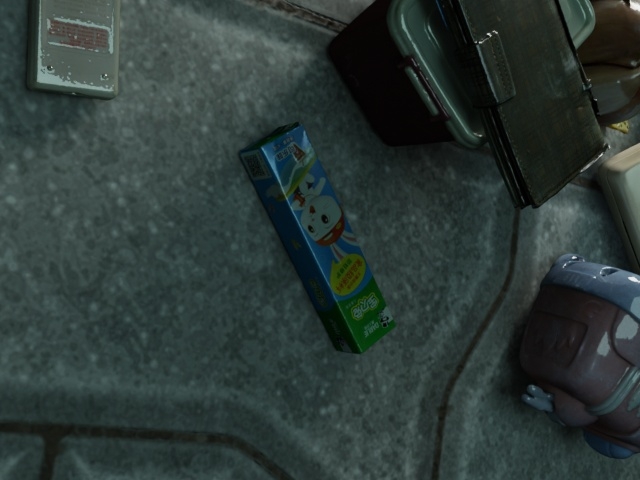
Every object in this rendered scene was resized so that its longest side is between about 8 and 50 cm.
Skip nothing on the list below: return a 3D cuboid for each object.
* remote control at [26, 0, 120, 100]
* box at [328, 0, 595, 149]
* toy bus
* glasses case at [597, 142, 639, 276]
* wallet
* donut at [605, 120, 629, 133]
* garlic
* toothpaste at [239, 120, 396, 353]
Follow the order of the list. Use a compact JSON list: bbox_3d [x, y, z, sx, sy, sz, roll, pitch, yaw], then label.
[{"bbox_3d":[-0.238,-0.235,0.817,0.088,0.029,0.189,2,88,-33],"label":"remote control"},{"bbox_3d":[0.161,-0.246,0.994,0.294,0.167,0.193,-45,113,-26],"label":"box"},{"bbox_3d":[0.401,0.166,1.133,0.294,0.197,0.231,36,80,-28],"label":"toy bus"},{"bbox_3d":[0.539,0.012,1.253,0.144,0.076,0.336,-27,104,-2],"label":"glasses case"},{"bbox_3d":[0.210,-0.206,0.902,0.169,0.044,0.317,-36,109,-32],"label":"wallet"},{"bbox_3d":[0.430,-0.205,1.229,0.038,0.067,0.083,-1,123,-16],"label":"donut"},{"bbox_3d":[0.369,-0.262,1.140,0.160,0.191,0.213,20,65,-56],"label":"garlic"},{"bbox_3d":[0.000,0.000,0.952,0.065,0.050,0.266,-35,107,-31],"label":"toothpaste"}]
